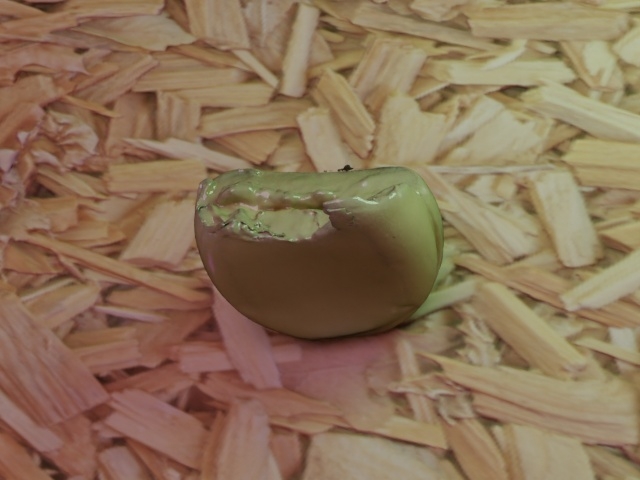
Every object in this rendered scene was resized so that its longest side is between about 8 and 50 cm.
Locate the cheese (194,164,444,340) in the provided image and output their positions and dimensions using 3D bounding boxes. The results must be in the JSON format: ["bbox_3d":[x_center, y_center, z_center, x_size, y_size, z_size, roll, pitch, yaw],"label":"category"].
[{"bbox_3d":[0.000,0.000,2.077,0.266,0.233,0.127,-6,51,17],"label":"cheese"}]
